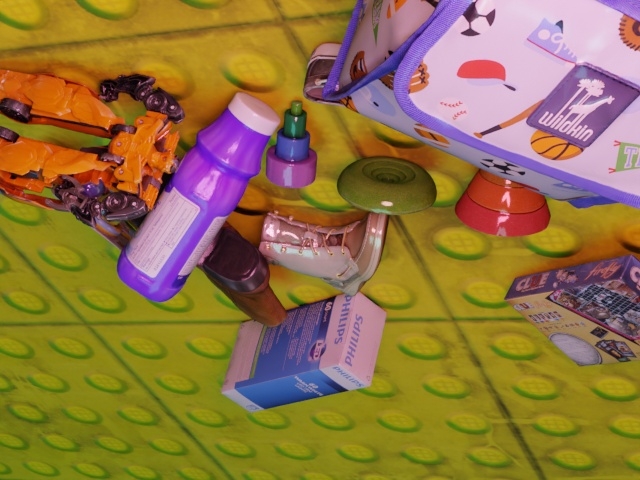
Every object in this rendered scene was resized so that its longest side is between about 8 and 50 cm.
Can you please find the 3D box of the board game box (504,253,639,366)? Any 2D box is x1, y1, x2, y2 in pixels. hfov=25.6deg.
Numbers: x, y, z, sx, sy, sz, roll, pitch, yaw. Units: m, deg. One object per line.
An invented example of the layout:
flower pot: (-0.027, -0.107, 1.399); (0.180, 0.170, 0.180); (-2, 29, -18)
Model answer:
board game box: (0.384, 0.100, 1.910); (0.165, 0.042, 0.243); (41, 154, -19)

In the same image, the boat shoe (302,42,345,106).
boat shoe: (0.089, -0.174, 1.646); (0.219, 0.070, 0.078); (8, 148, 11)

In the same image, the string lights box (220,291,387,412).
string lights box: (-0.028, 0.174, 2.184); (0.259, 0.133, 0.076); (-17, 136, 41)

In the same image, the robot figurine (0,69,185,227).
robot figurine: (-0.309, -0.122, 1.783); (0.291, 0.211, 0.085); (14, 161, 15)

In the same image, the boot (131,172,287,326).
boot: (-0.165, 0.004, 2.023); (0.264, 0.096, 0.280); (30, 170, 12)

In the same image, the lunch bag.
lunch bag: (0.216, -0.176, 1.335); (0.327, 0.239, 0.385); (21, 171, -15)

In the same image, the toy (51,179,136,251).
toy: (-0.297, -0.048, 1.991); (0.056, 0.137, 0.237); (-39, 130, 4)

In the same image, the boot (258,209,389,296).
boot: (0.000, 0.000, 1.951); (0.165, 0.077, 0.213); (19, 154, -5)

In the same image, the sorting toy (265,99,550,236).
sorting toy: (0.112, -0.107, 1.747); (0.365, 0.127, 0.126); (11, 119, 10)

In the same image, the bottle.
bottle: (-0.153, -0.056, 1.789); (0.092, 0.118, 0.283); (33, 109, -5)
